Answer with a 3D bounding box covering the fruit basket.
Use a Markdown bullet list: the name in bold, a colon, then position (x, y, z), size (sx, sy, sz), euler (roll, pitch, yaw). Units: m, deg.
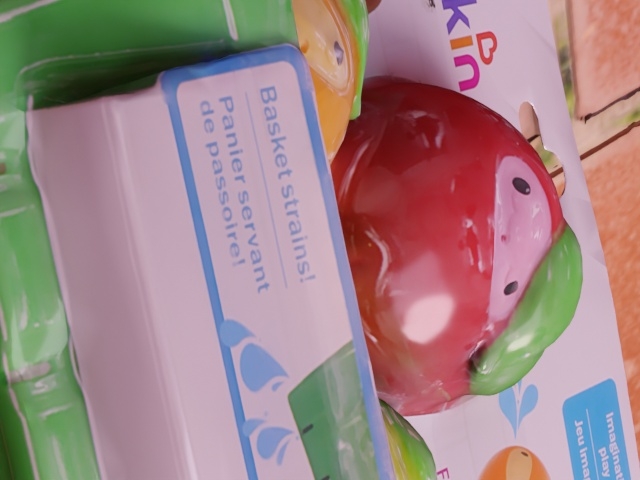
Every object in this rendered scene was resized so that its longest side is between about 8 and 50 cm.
- **fruit basket**: position (0.000, 0.000, 0.609), size (0.353, 0.165, 0.327), euler (-16, 97, -43)
